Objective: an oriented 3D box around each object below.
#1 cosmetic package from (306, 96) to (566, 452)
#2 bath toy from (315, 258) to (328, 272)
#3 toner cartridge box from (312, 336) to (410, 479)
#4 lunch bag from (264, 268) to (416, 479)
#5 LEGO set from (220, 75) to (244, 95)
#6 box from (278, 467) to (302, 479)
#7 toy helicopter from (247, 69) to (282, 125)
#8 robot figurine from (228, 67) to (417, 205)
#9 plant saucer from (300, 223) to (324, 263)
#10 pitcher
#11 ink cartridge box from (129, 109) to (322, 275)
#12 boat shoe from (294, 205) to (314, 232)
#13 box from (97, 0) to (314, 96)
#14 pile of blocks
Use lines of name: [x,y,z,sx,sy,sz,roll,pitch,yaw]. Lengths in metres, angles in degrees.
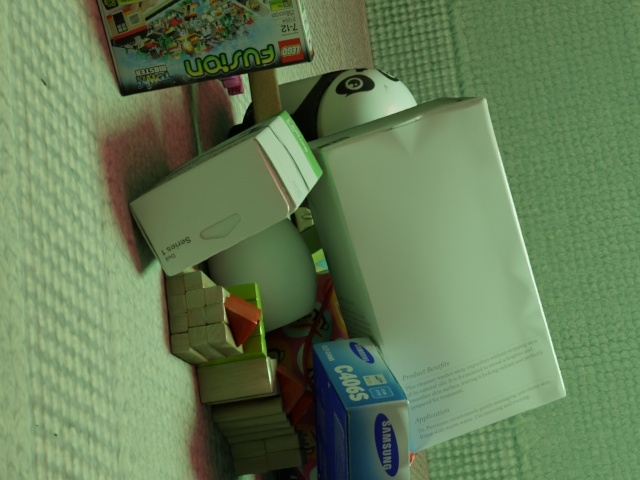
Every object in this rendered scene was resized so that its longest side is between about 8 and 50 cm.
cosmetic package: [0.130,0.035,1.954,0.156,0.217,0.385,-169,-117,-75]
bath toy: [0.038,0.142,2.517,0.348,0.151,0.129,80,-7,-59]
toner cartridge box: [0.049,0.304,1.883,0.165,0.075,0.348,-123,-152,-63]
lunch bag: [0.032,0.181,2.101,0.293,0.120,0.258,61,34,-28]
LEGO set: [-0.112,-0.322,2.233,0.093,0.087,0.227,-15,94,-81]
box: [0.000,0.289,2.305,0.307,0.076,0.242,48,33,-74]
toy helicopter: [-0.073,-0.244,2.014,0.235,0.140,0.355,106,-23,-72]
robot figurine: [0.005,-0.139,2.159,0.173,0.278,0.209,37,60,-36]
plant saucer: [0.000,0.000,2.167,0.037,0.241,0.241,60,8,4]
pitcher: [-0.084,0.002,1.981,0.178,0.125,0.207,-85,153,-85]
ink cartridge box: [-0.098,-0.055,1.746,0.092,0.160,0.219,61,11,-7]
boat shoe: [0.018,-0.014,2.622,0.116,0.123,0.324,-69,147,-69]
box: [-0.118,-0.225,1.686,0.036,0.207,0.114,-77,155,-68]
pile of blocks: [-0.075,0.143,1.868,0.362,0.113,0.149,71,13,-49]
